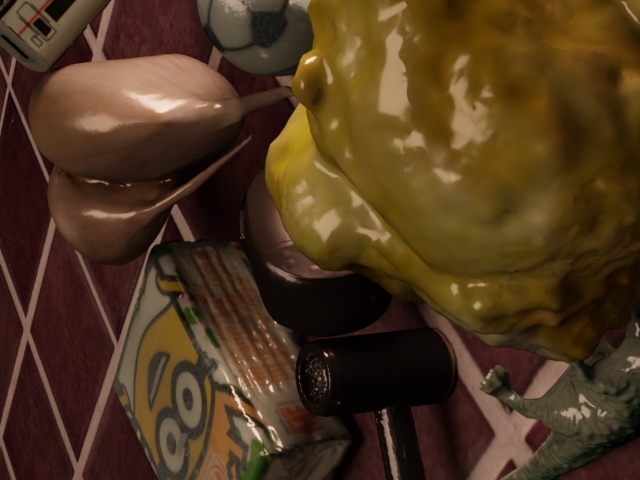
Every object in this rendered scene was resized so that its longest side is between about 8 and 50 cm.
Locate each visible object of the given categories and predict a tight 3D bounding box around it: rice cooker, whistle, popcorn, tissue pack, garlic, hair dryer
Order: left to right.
[{"bbox_3d":[-0.180,-0.082,1.288,0.340,0.246,0.231,13,107,57],"label":"garlic"},{"bbox_3d":[-0.105,0.180,1.308,0.311,0.128,0.228,56,139,39],"label":"tissue pack"},{"bbox_3d":[-0.027,-0.198,1.105,0.163,0.163,0.289,-53,50,48],"label":"whistle"},{"bbox_3d":[0.000,-0.001,1.088,0.203,0.142,0.118,-99,3,-53],"label":"rice cooker"},{"bbox_3d":[0.060,0.201,1.023,0.070,0.128,0.255,-34,61,57],"label":"hair dryer"},{"bbox_3d":[0.123,-0.100,0.756,0.312,0.312,0.312,13,105,58],"label":"popcorn"}]

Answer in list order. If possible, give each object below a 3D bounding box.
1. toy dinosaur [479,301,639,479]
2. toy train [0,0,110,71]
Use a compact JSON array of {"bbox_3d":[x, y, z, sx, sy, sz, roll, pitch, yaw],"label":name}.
[{"bbox_3d":[0.164,0.115,0.902,0.129,0.076,0.383,55,150,9],"label":"toy dinosaur"},{"bbox_3d":[-0.194,-0.353,1.274,0.407,0.088,0.086,-54,25,-16],"label":"toy train"}]
